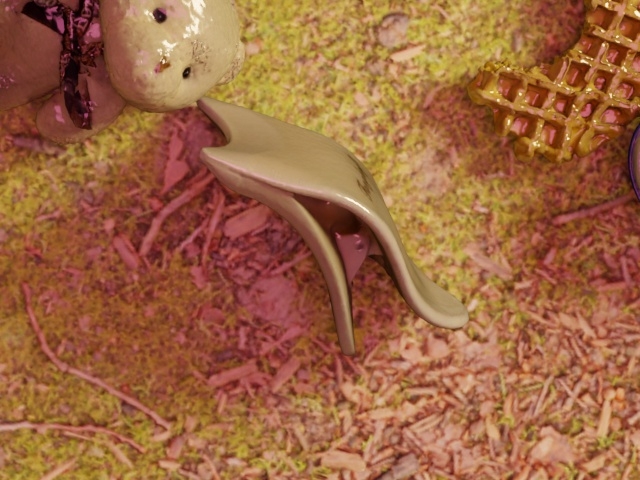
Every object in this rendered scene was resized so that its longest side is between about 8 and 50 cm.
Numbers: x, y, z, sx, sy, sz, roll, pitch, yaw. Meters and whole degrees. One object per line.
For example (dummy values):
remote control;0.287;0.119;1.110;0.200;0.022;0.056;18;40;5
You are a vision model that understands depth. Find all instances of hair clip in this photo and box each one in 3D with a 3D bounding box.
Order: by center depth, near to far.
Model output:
hair clip;0.012;-0.015;1.709;0.113;0.172;0.282;-31;108;7

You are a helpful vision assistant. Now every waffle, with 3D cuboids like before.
waffle;0.228;-0.159;1.760;0.194;0.051;0.149;-35;102;1

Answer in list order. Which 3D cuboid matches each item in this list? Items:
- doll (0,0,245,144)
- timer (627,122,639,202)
doll;-0.211;-0.171;1.682;0.278;0.149;0.175;-7;131;8
timer;0.453;-0.111;1.711;0.383;0.270;0.270;-24;99;12
